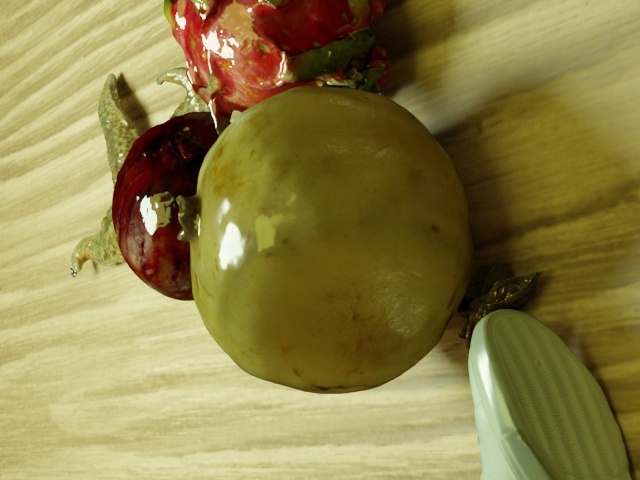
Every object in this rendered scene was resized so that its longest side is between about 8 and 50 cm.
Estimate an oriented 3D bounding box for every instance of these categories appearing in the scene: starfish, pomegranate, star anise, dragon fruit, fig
[{"bbox_3d":[-0.290,-0.109,1.952,0.432,0.082,0.324,-4,91,56],"label":"starfish"},{"bbox_3d":[0.000,0.000,1.365,0.332,0.332,0.332,2,93,54],"label":"pomegranate"},{"bbox_3d":[0.188,0.071,1.322,0.129,0.056,0.124,-53,31,36],"label":"star anise"},{"bbox_3d":[-0.047,-0.257,1.495,0.303,0.237,0.231,32,141,36],"label":"dragon fruit"},{"bbox_3d":[-0.171,-0.038,1.683,0.224,0.224,0.263,41,120,45],"label":"fig"}]

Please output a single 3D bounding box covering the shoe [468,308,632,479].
[{"bbox_3d":[0.212,0.254,1.239,0.160,0.132,0.363,-39,66,48],"label":"shoe"}]
